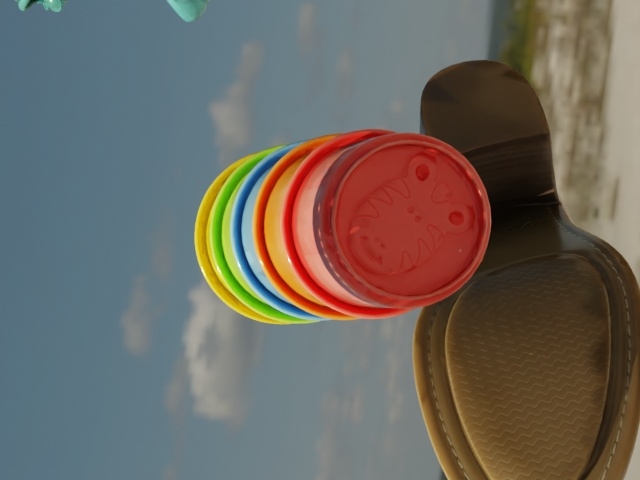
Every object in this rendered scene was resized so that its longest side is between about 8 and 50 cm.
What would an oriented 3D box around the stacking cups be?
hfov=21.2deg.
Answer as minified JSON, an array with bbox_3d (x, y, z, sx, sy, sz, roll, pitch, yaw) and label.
[{"bbox_3d":[0.000,0.000,0.756,0.316,0.096,0.096,-173,91,-82],"label":"stacking cups"}]

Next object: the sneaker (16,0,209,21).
[{"bbox_3d":[-0.198,-0.210,1.151,0.107,0.275,0.110,1,-83,-87],"label":"sneaker"}]

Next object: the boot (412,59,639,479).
[{"bbox_3d":[0.099,0.075,0.867,0.220,0.109,0.283,77,179,-48],"label":"boot"}]
